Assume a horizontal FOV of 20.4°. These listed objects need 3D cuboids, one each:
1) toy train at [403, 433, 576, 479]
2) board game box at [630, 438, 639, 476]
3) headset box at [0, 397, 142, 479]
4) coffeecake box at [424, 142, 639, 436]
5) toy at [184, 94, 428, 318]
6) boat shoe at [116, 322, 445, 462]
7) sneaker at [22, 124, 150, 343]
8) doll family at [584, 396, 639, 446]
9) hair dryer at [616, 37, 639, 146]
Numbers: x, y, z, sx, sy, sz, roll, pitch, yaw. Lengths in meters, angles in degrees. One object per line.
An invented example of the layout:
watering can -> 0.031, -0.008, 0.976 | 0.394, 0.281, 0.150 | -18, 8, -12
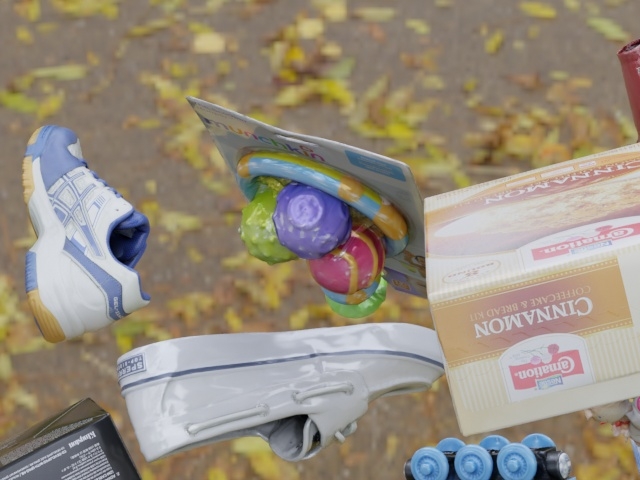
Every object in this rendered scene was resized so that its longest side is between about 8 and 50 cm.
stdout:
toy train -> 0.169, 0.252, 1.790 | 0.184, 0.105, 0.080 | -7, 2, 31
board game box -> 0.394, 0.293, 1.919 | 0.060, 0.194, 0.194 | -20, 35, 21
headset box -> -0.189, 0.293, 1.263 | 0.218, 0.293, 0.110 | -28, 8, -12
coffeecake box -> 0.123, 0.014, 0.817 | 0.142, 0.068, 0.185 | -14, 13, 6
toy -> 0.000, 0.000, 1.072 | 0.137, 0.237, 0.056 | 18, 76, 17
boat shoe -> -0.018, 0.110, 1.215 | 0.258, 0.095, 0.084 | -3, 73, -31
sneaker -> -0.246, -0.015, 1.920 | 0.131, 0.112, 0.296 | -15, 49, 3
doll family -> 0.252, 0.074, 1.288 | 0.163, 0.263, 0.118 | 23, 76, 19
hair dryer -> 0.325, -0.072, 1.890 | 0.223, 0.293, 0.080 | 11, 22, 3
